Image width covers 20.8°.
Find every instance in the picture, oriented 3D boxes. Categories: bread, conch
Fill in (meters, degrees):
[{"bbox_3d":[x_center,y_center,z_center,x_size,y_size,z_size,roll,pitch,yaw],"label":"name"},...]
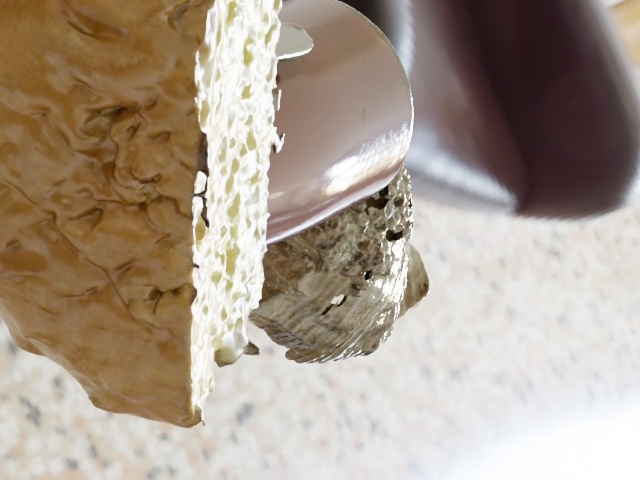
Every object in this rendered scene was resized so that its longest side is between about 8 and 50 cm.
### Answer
[{"bbox_3d":[-0.085,-0.043,0.714,0.143,0.140,0.229,-52,152,-54],"label":"bread"},{"bbox_3d":[0.000,0.000,1.324,0.178,0.163,0.245,-53,128,-7],"label":"conch"}]

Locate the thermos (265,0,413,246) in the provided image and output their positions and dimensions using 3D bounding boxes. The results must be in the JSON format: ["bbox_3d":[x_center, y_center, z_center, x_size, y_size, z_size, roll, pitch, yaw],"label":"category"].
[{"bbox_3d":[-0.061,-0.063,1.049,0.146,0.176,0.265,42,33,12],"label":"thermos"}]
